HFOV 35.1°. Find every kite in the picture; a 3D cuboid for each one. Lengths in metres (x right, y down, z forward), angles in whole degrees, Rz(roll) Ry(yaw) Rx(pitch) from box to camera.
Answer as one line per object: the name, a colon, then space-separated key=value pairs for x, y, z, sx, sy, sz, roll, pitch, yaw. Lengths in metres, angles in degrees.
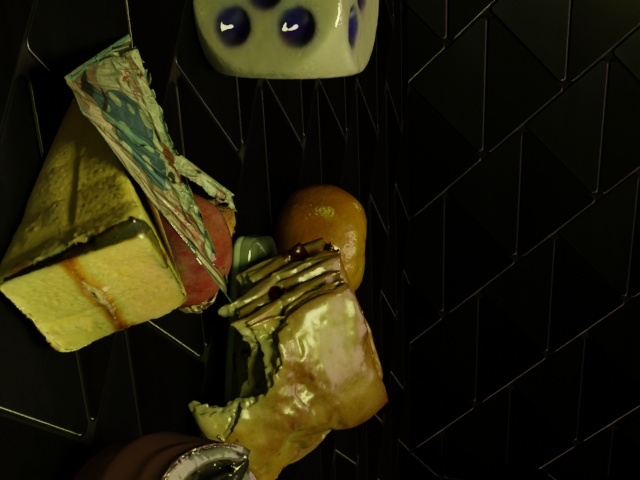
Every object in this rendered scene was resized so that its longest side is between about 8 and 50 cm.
kite: x=-0.183 y=-0.099 z=1.153 sx=0.368 sy=0.014 sz=0.406 roll=38 pitch=25 yaw=-60

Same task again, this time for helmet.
helmet: x=-0.193 y=0.377 z=1.222 sx=0.271 sy=0.197 sz=0.338 roll=-55 pitch=144 yaw=-42

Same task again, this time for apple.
apple: x=-0.181 y=0.010 z=1.276 sx=0.120 sy=0.153 sz=0.153 roll=-24 pitch=119 yaw=-55

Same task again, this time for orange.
orange: x=-0.001 y=0.001 z=1.934 sx=0.158 sy=0.179 sz=0.237 roll=61 pitch=37 yaw=-70

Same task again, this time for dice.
dice: x=-0.047 y=-0.379 z=1.530 sx=0.259 sy=0.243 sz=0.251 roll=-37 pitch=130 yaw=-68

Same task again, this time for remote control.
remote control: x=-0.117 y=0.159 z=1.754 sx=0.128 sy=0.065 sz=0.335 roll=-7 pitch=101 yaw=-73

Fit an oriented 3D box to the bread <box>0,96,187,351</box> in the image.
bread: x=-0.272 y=-0.031 z=1.136 sx=0.168 sy=0.163 sz=0.264 roll=69 pitch=-3 yaw=-52

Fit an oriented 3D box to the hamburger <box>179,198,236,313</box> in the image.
hamburger: x=-0.187 y=0.004 z=1.412 sx=0.102 sy=0.087 sz=0.176 roll=48 pitch=53 yaw=-56

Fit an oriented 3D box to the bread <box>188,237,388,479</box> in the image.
bread: x=-0.046 y=0.204 z=1.641 sx=0.370 sy=0.191 sz=0.314 roll=-35 pitch=117 yaw=-30
